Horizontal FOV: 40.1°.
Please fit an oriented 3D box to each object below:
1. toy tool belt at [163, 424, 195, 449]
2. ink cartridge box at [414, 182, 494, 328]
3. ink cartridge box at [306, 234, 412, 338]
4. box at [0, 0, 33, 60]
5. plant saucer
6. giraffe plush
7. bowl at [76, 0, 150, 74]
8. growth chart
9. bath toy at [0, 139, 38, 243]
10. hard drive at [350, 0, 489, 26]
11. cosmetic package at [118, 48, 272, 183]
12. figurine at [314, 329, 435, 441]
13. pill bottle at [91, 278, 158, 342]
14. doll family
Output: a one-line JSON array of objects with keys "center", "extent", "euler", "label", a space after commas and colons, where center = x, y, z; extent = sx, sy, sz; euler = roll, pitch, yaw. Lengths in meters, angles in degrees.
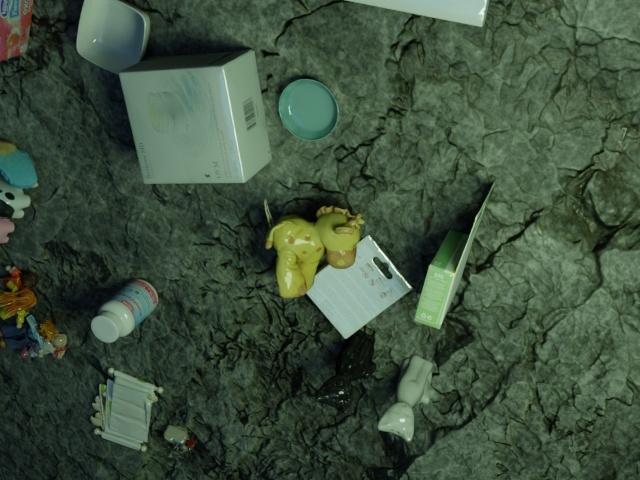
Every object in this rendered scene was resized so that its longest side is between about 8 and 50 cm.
[{"center": [-0.336, 0.478, 2.110], "extent": [0.083, 0.052, 0.051], "euler": [25, 152, 13], "label": "toy tool belt"}, {"center": [0.240, 0.020, 1.578], "extent": [0.056, 0.171, 0.235], "euler": [19, 120, 13], "label": "ink cartridge box"}, {"center": [0.073, 0.090, 1.769], "extent": [0.179, 0.045, 0.145], "euler": [-39, 96, 13], "label": "ink cartridge box"}, {"center": [-0.646, -0.493, 1.714], "extent": [0.128, 0.122, 0.257], "euler": [25, 121, 8], "label": "box"}, {"center": [-0.019, -0.246, 1.642], "extent": [0.119, 0.021, 0.119], "euler": [9, 117, 18], "label": "plant saucer"}, {"center": [0.000, 0.000, 1.676], "extent": [0.170, 0.181, 0.210], "euler": [-8, 129, 13], "label": "giraffe plush"}, {"center": [-0.393, -0.402, 1.698], "extent": [0.142, 0.053, 0.142], "euler": [26, 121, 9], "label": "bowl"}, {"center": [-0.480, 0.416, 2.148], "extent": [0.172, 0.021, 0.237], "euler": [24, 121, 10], "label": "growth chart"}, {"center": [-0.761, -0.064, 1.968], "extent": [0.348, 0.129, 0.151], "euler": [-53, 54, 31], "label": "bath toy"}, {"center": [0.134, -0.490, 1.451], "extent": [0.319, 0.040, 0.210], "euler": [15, 119, 14], "label": "hard drive"}, {"center": [-0.235, -0.233, 1.668], "extent": [0.225, 0.138, 0.224], "euler": [1, 114, 23], "label": "cosmetic package"}, {"center": [0.113, 0.296, 1.740], "extent": [0.215, 0.209, 0.092], "euler": [23, 121, 10], "label": "figurine"}, {"center": [-0.429, 0.155, 1.919], "extent": [0.087, 0.160, 0.087], "euler": [9, 118, 17], "label": "pill bottle"}, {"center": [-0.701, 0.191, 2.070], "extent": [0.163, 0.118, 0.263], "euler": [-13, 109, 26], "label": "doll family"}]
